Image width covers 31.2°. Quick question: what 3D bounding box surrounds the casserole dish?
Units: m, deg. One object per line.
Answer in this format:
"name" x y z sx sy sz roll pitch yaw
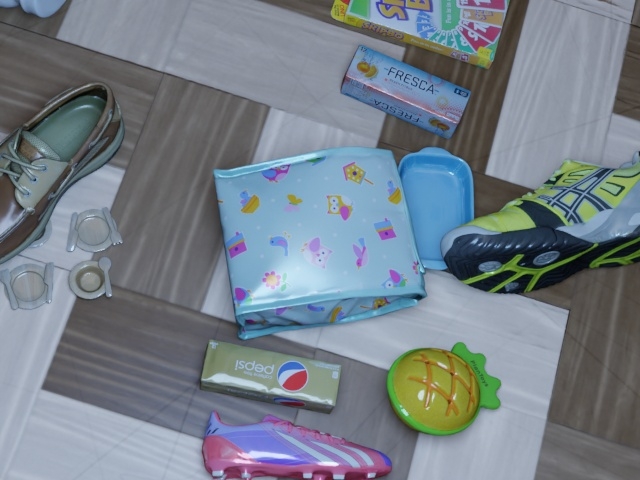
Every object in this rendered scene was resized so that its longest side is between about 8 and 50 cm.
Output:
"casserole dish" 0.162 -0.042 1.651 0.114 0.037 0.188 4 69 -6

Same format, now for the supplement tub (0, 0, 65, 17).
"supplement tub" -0.486 -0.450 1.633 0.272 0.191 0.191 24 69 2

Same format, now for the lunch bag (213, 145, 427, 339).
"lunch bag" 0.000 0.000 1.550 0.262 0.160 0.223 -10 70 -5

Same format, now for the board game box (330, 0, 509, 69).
"board game box" 0.154 -0.360 1.771 0.259 0.039 0.124 17 68 2

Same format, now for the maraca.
"maraca" 0.167 0.196 1.534 0.185 0.099 0.127 -13 66 -38

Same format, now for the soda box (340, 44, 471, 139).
"soda box" 0.125 -0.220 1.700 0.183 0.058 0.063 24 68 1

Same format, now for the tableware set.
"tableware set" -0.355 0.022 1.567 0.168 0.020 0.141 -4 70 -9

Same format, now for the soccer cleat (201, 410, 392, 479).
"soccer cleat" -0.030 0.270 1.489 0.248 0.083 0.095 2 65 -4

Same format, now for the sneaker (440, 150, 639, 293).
"sneaker" 0.336 -0.029 1.627 0.384 0.145 0.147 -9 63 -21

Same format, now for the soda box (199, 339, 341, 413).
"soda box" -0.067 0.182 1.523 0.181 0.061 0.058 11 69 -3

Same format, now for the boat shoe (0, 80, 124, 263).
"boat shoe" -0.391 -0.101 1.538 0.122 0.120 0.324 34 62 6
